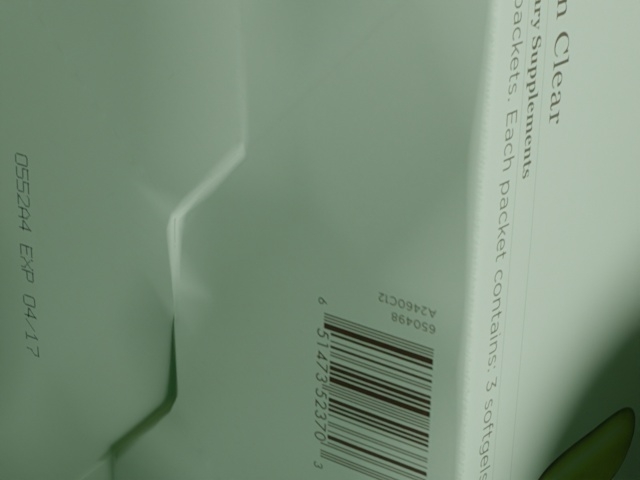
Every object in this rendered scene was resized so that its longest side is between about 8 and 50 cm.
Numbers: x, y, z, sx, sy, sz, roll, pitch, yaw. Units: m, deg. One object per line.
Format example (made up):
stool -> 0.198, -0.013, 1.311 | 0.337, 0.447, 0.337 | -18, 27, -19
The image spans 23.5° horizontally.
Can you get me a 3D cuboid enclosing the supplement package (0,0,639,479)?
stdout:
supplement package -> 0.000, 0.000, 0.495 | 0.204, 0.262, 0.145 | 17, 28, 32
